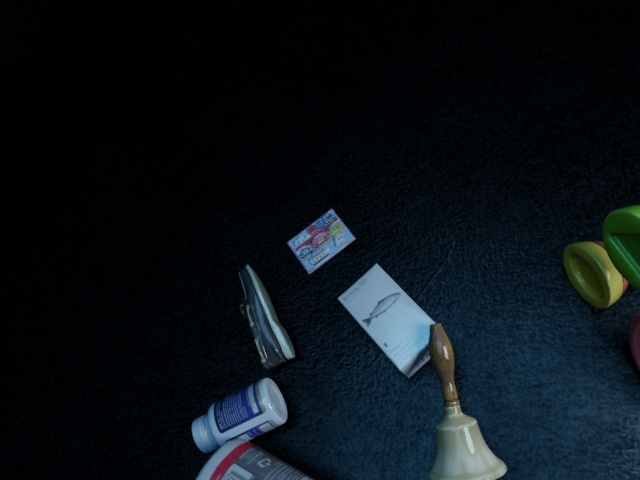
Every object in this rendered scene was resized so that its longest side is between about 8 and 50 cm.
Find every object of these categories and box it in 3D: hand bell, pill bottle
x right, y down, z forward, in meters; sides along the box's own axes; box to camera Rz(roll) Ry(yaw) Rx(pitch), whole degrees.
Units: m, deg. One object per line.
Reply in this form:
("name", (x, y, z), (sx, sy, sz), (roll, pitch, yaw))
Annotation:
("hand bell", (0.214, 0.258, 0.834), (0.126, 0.126, 0.242), (-12, 81, 14))
("pill bottle", (-0.053, 0.479, 0.840), (0.319, 0.176, 0.176), (19, 75, 25))
("pill bottle", (-0.158, 0.342, 0.980), (0.169, 0.094, 0.094), (-27, 62, 6))

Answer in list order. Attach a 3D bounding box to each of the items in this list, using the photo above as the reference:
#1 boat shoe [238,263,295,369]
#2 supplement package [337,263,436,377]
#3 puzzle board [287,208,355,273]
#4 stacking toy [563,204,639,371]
("boat shoe", (-0.130, 0.155, 1.056), (0.069, 0.081, 0.227), (-29, 64, 1))
("supplement package", (0.136, 0.151, 0.954), (0.105, 0.105, 0.179), (-43, 61, -1))
("puzzle board", (0.000, 0.000, 1.118), (0.128, 0.011, 0.096), (-38, 61, 1))
("stacking toy", (0.537, 0.075, 0.762), (0.130, 0.279, 0.309), (-23, 61, -4))
